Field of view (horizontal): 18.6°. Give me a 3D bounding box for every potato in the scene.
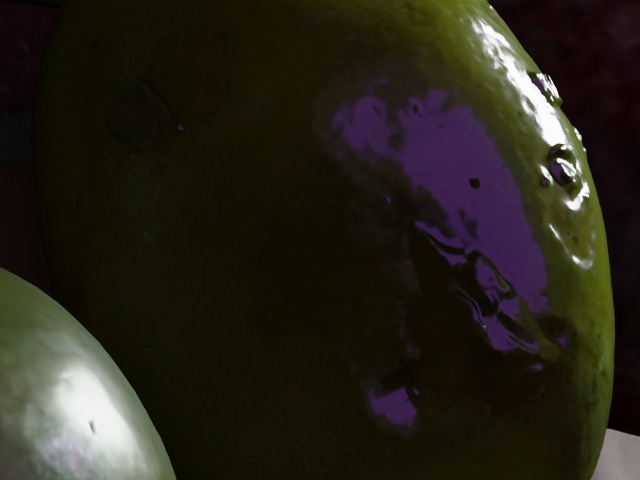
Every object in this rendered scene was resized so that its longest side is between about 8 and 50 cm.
[{"bbox_3d":[0.000,0.000,0.653,0.253,0.186,0.148,57,8,16],"label":"potato"}]

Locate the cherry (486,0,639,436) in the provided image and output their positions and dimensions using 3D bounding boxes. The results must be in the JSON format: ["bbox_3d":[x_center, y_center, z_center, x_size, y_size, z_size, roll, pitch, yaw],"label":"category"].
[{"bbox_3d":[0.131,-0.036,0.810,0.300,0.203,0.230,13,89,-19],"label":"cherry"}]

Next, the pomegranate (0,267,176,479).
[{"bbox_3d":[-0.101,0.099,0.456,0.210,0.179,0.179,42,36,-15],"label":"pomegranate"}]

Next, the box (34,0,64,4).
[{"bbox_3d":[-0.009,-0.164,0.759,0.353,0.214,0.069,0,62,-48],"label":"box"}]
